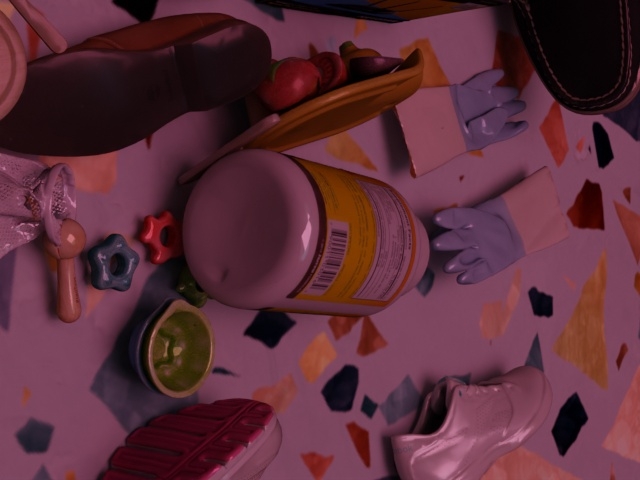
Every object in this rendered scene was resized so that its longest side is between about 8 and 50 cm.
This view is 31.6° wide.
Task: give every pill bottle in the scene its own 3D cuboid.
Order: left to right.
[{"bbox_3d":[0.000,0.000,0.883,0.215,0.117,0.117,10,82,-57],"label":"pill bottle"}]

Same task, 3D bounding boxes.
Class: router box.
[{"bbox_3d":[0.054,-0.218,0.944,0.179,0.133,0.046,-4,92,-46],"label":"router box"}]

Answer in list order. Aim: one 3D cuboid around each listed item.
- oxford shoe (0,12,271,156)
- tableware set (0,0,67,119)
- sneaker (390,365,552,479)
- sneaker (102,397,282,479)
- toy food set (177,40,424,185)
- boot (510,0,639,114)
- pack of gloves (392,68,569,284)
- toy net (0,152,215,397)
[{"bbox_3d":[-0.142,-0.113,0.787,0.212,0.076,0.076,-19,127,-30],"label":"oxford shoe"},{"bbox_3d":[-0.259,-0.145,0.671,0.128,0.039,0.194,-46,114,-17],"label":"tableware set"},{"bbox_3d":[0.146,0.163,1.088,0.212,0.080,0.094,-35,103,-40],"label":"sneaker"},{"bbox_3d":[-0.110,0.218,0.798,0.252,0.103,0.111,-47,126,-29],"label":"sneaker"},{"bbox_3d":[-0.013,-0.122,0.891,0.218,0.128,0.071,-22,85,-40],"label":"toy food set"},{"bbox_3d":[0.202,-0.302,1.046,0.284,0.138,0.377,-14,96,-65],"label":"boot"},{"bbox_3d":[0.150,-0.065,1.127,0.232,0.046,0.195,-21,93,-48],"label":"pack of gloves"},{"bbox_3d":[-0.143,0.007,0.784,0.232,0.045,0.122,51,56,-39],"label":"toy net"}]
